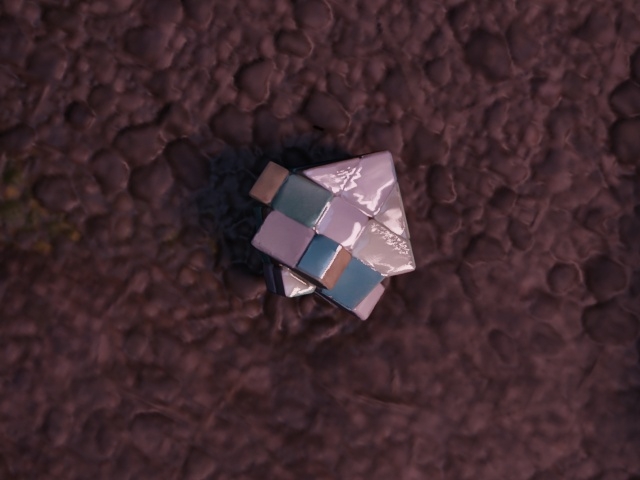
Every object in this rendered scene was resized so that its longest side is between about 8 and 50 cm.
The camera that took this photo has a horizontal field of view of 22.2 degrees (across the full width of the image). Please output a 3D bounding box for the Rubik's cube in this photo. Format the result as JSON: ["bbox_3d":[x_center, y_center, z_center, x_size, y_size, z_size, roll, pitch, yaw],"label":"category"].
[{"bbox_3d":[0.000,-0.002,0.787,0.073,0.075,0.084,-10,76,-15],"label":"Rubik's cube"}]
